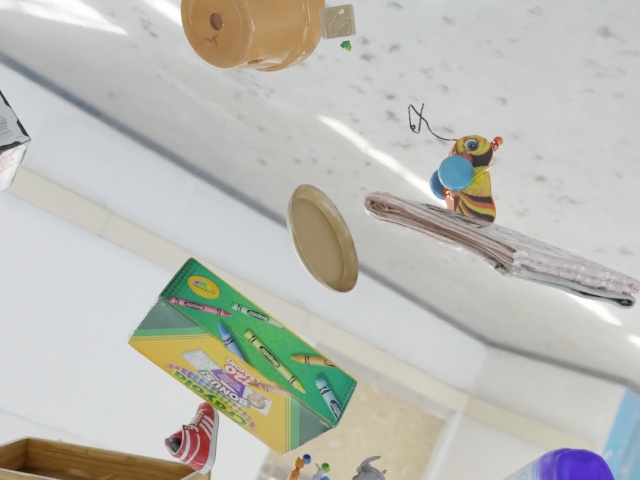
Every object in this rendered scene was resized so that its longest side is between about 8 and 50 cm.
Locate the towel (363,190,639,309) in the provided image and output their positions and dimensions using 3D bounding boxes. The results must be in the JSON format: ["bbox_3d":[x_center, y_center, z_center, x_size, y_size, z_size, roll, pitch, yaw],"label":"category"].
[{"bbox_3d":[0.275,0.011,1.215,0.331,0.054,0.317,14,-170,-39],"label":"towel"}]

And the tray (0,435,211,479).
[{"bbox_3d":[-0.424,0.430,1.409,0.410,0.076,0.203,3,-179,20],"label":"tray"}]

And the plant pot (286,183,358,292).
[{"bbox_3d":[0.000,0.000,1.606,0.032,0.236,0.236,-25,143,26],"label":"plant pot"}]

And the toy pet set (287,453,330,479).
[{"bbox_3d":[0.005,0.328,1.079,0.122,0.065,0.114,18,-147,22],"label":"toy pet set"}]

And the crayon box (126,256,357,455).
[{"bbox_3d":[-0.109,0.162,1.069,0.278,0.081,0.165,37,142,-6],"label":"crayon box"}]

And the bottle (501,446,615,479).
[{"bbox_3d":[0.256,0.350,0.984,0.092,0.118,0.283,7,147,-15],"label":"bottle"}]

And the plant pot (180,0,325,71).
[{"bbox_3d":[-0.162,-0.493,1.720,0.290,0.291,0.203,17,-147,29],"label":"plant pot"}]

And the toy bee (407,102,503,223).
[{"bbox_3d":[0.300,-0.145,1.581,0.162,0.299,0.195,-15,-170,-8],"label":"toy bee"}]

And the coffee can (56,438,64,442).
[{"bbox_3d":[-0.594,0.576,1.640,0.201,0.275,0.202,38,151,25],"label":"coffee can"}]

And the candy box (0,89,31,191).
[{"bbox_3d":[-0.518,-0.193,1.144,0.233,0.071,0.159,57,142,3],"label":"candy box"}]

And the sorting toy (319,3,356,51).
[{"bbox_3d":[0.032,-0.377,1.420,0.062,0.083,0.012,-6,178,3],"label":"sorting toy"}]

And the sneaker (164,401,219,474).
[{"bbox_3d":[-0.176,0.257,1.089,0.067,0.042,0.118,35,-156,-27],"label":"sneaker"}]

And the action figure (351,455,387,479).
[{"bbox_3d":[-0.017,0.343,0.821,0.099,0.285,0.185,29,174,47],"label":"action figure"}]
